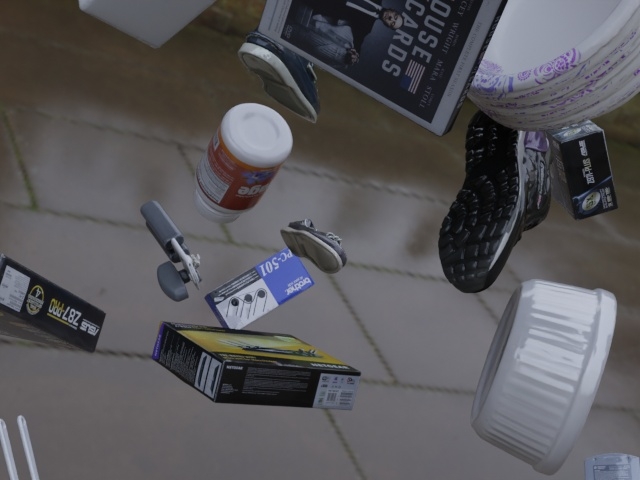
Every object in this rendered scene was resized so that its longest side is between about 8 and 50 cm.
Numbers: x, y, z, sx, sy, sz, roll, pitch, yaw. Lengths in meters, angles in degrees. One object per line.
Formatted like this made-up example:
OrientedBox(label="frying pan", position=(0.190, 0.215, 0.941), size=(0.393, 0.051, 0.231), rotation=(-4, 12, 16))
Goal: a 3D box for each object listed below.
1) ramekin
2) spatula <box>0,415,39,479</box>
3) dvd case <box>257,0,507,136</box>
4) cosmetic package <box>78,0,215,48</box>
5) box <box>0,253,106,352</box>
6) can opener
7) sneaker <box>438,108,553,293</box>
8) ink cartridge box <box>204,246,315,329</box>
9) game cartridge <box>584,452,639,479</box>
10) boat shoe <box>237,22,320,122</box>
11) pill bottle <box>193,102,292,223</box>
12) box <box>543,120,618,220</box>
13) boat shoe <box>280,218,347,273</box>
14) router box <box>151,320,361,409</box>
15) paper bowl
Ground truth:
OrientedBox(label="ramekin", position=(0.300, 0.177, 1.609), size=(0.127, 0.272, 0.273), rotation=(20, 23, 4))
OrientedBox(label="spatula", position=(-0.432, 0.361, 1.664), size=(0.168, 0.019, 0.242), rotation=(34, 35, -70))
OrientedBox(label="dvd case", position=(0.060, -0.238, 1.191), size=(0.239, 0.179, 0.029), rotation=(32, 36, 16))
OrientedBox(label="cosmetic package", position=(-0.155, -0.507, 1.669), size=(0.161, 0.453, 0.230), rotation=(23, 44, -46))
OrientedBox(label="box", position=(-0.613, 0.095, 2.087), size=(0.318, 0.097, 0.395), rotation=(10, -14, 18))
OrientedBox(label="can opener", position=(-0.311, 0.014, 2.366), size=(0.093, 0.074, 0.280), rotation=(-23, 40, -11))
OrientedBox(label="sneaker", position=(0.234, -0.040, 1.411), size=(0.124, 0.107, 0.283), rotation=(42, 50, -31))
OrientedBox(label="ink cartridge box", position=(-0.123, 0.102, 2.385), size=(0.207, 0.046, 0.097), rotation=(-31, 86, -22))
OrientedBox(label="game cartridge", position=(0.445, 0.353, 1.779), size=(0.083, 0.056, 0.017), rotation=(-4, -19, 14))
OrientedBox(label="boat shoe", position=(-0.045, -0.243, 1.659), size=(0.095, 0.079, 0.254), rotation=(25, -8, 25))
OrientedBox(label="pill bottle", position=(-0.136, -0.120, 1.926), size=(0.121, 0.216, 0.121), rotation=(12, 56, -18))
OrientedBox(label="box", position=(0.438, -0.136, 2.022), size=(0.078, 0.147, 0.180), rotation=(-16, 21, -1))
OrientedBox(label="boat shoe", position=(0.000, 0.000, 1.950), size=(0.065, 0.075, 0.206), rotation=(-31, 22, -17))
OrientedBox(label="router box", position=(-0.119, 0.232, 2.158), size=(0.309, 0.081, 0.243), rotation=(9, 7, -37))
OrientedBox(label="paper bowl", position=(0.286, -0.251, 1.340), size=(0.148, 0.284, 0.284), rotation=(37, 13, -38))
